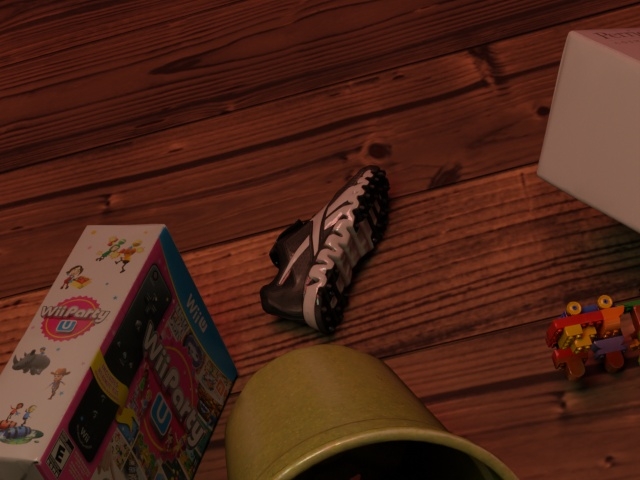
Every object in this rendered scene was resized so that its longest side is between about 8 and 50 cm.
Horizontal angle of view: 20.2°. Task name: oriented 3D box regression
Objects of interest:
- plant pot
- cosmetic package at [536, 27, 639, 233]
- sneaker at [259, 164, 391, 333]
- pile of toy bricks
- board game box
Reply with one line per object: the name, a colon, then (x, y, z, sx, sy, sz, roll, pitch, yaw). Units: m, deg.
plant pot: (0.023, 0.225, 1.573, 0.276, 0.276, 0.254, -24, 27, -3)
cosmetic package: (0.445, -0.059, 1.687, 0.230, 0.161, 0.453, -7, 27, -36)
sneaker: (0.000, 0.000, 1.959, 0.106, 0.078, 0.234, 5, 48, 26)
pile of toy bricks: (0.320, 0.105, 1.690, 0.212, 0.118, 0.105, -11, 66, -11)
board game box: (-0.205, 0.165, 1.748, 0.097, 0.224, 0.303, -1, 44, 25)
